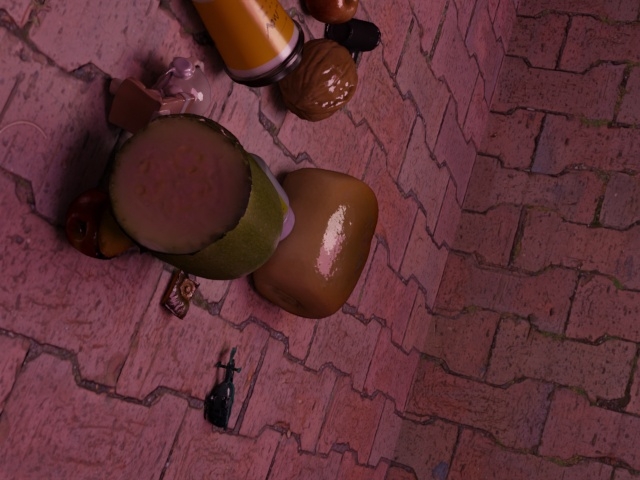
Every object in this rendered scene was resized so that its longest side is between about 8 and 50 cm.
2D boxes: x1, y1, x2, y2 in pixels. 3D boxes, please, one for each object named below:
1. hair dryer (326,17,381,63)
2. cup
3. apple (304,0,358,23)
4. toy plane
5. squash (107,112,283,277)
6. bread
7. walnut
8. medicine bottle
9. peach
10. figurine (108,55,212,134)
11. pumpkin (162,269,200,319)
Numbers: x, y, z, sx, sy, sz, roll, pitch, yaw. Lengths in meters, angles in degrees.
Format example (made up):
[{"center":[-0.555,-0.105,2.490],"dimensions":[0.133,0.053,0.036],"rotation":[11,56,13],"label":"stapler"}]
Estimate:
[{"center":[0.078,-0.504,2.329],"dimensions":[0.197,0.089,0.251],"rotation":[-14,119,-63],"label":"hair dryer"},{"center":[-0.163,-0.467,1.734],"dimensions":[0.279,0.196,0.196],"rotation":[53,53,-48],"label":"cup"},{"center":[0.030,-0.628,2.109],"dimensions":[0.146,0.131,0.146],"rotation":[-39,138,-47],"label":"apple"},{"center":[-0.238,0.382,2.071],"dimensions":[0.096,0.060,0.234],"rotation":[-23,124,-69],"label":"toy plane"},{"center":[-0.219,-0.066,1.567],"dimensions":[0.384,0.263,0.263],"rotation":[57,47,-79],"label":"squash"},{"center":[0.000,0.000,2.180],"dimensions":[0.376,0.253,0.348],"rotation":[-68,150,-24],"label":"bread"},{"center":[-0.010,-0.401,2.065],"dimensions":[0.213,0.213,0.213],"rotation":[-37,133,-55],"label":"walnut"},{"center":[-0.154,-0.096,1.945],"dimensions":[0.139,0.139,0.225],"rotation":[-68,153,-21],"label":"medicine bottle"},{"center":[-0.404,-0.034,1.513],"dimensions":[0.172,0.093,0.127],"rotation":[-10,115,-75],"label":"peach"},{"center":[-0.299,-0.280,1.602],"dimensions":[0.237,0.141,0.162],"rotation":[-45,168,-53],"label":"figurine"},{"center":[-0.315,0.117,1.831],"dimensions":[0.073,0.035,0.101],"rotation":[48,60,-46],"label":"pumpkin"}]
